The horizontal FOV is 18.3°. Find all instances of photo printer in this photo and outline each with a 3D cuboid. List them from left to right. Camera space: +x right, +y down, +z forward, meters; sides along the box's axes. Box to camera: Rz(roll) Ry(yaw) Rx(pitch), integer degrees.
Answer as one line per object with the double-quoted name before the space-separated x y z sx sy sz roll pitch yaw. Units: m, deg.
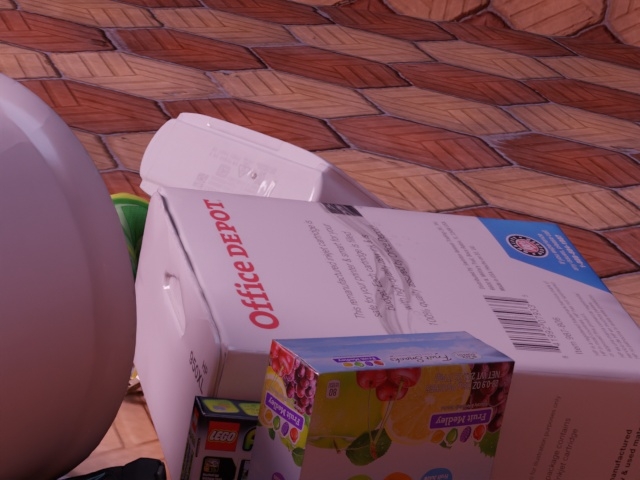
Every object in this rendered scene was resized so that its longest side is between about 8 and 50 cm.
"photo printer" 0.000 0.000 1.967 0.256 0.107 0.307 22 -10 45

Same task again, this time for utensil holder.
"utensil holder" -0.370 0.063 1.323 0.327 0.328 0.385 21 23 31

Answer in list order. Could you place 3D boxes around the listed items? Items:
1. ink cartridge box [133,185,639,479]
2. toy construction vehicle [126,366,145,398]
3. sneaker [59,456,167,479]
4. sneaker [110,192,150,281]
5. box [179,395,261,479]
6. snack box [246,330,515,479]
"ink cartridge box" 0.055 0.099 1.689 0.395 0.166 0.285 6 26 -19
"toy construction vehicle" -0.132 0.131 1.759 0.086 0.035 0.098 33 28 27
"sneaker" -0.163 0.225 1.349 0.106 0.101 0.267 -3 10 2
"sneaker" -0.229 0.031 1.942 0.123 0.109 0.295 44 24 16
"box" -0.002 0.185 1.512 0.207 0.114 0.036 7 17 -15
"snack box" 0.035 0.173 1.408 0.174 0.207 0.070 -2 21 -34
